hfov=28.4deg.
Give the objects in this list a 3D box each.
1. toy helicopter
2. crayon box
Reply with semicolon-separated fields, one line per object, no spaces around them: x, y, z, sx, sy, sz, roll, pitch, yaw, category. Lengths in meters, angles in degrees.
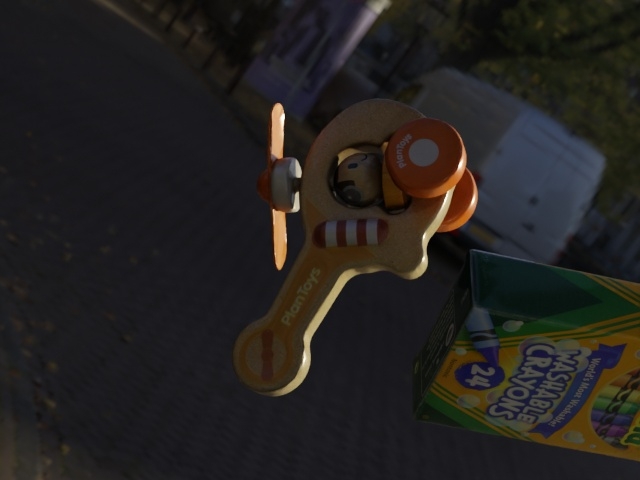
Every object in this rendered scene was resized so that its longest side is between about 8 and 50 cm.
0.000;0.000;1.377;0.235;0.355;0.140;27;-10;20;toy helicopter
0.278;0.130;1.318;0.323;0.203;0.083;11;47;-9;crayon box
